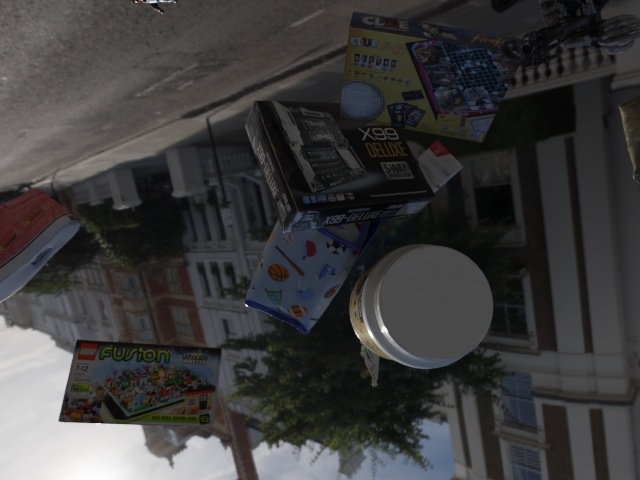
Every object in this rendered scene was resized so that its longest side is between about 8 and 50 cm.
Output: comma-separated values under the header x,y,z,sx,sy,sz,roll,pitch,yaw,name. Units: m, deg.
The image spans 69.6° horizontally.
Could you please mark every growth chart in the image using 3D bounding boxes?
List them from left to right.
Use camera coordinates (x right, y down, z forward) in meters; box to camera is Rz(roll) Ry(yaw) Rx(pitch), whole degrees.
x,y,z,sx,sy,sz,roll,pitch,yaw,name
0.140,0.285,1.301,0.021,0.237,0.172,-5,-143,20,growth chart

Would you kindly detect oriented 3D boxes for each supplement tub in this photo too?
x,y,z,sx,sy,sz,roll,pitch,yaw,name
0.194,0.138,0.960,0.241,0.240,0.331,-11,170,-4,supplement tub

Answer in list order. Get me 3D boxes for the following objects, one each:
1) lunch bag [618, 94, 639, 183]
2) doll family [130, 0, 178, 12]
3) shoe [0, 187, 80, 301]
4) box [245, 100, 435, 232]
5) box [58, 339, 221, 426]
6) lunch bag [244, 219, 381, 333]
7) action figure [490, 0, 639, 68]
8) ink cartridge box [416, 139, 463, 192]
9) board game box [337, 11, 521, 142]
x,y,z,sx,sy,sz,roll,pitch,yaw,name
0.761,-0.219,0.870,0.287,0.169,0.235,-29,-146,45,lunch bag
-0.369,-0.523,0.903,0.112,0.193,0.076,1,-124,22,doll family
-0.433,0.009,0.643,0.178,0.081,0.063,-47,177,-11,shoe
0.038,-0.151,0.882,0.308,0.242,0.076,-8,155,-30,box
-0.255,0.210,0.673,0.207,0.114,0.036,5,159,-10,box
0.000,0.000,1.244,0.239,0.327,0.385,28,-148,-2,lunch bag
0.334,-0.307,0.567,0.276,0.164,0.141,-36,-149,-30,action figure
0.325,-0.202,1.362,0.150,0.109,0.063,-43,174,13,ink cartridge box
0.157,-0.244,0.706,0.244,0.165,0.042,11,-125,2,board game box
